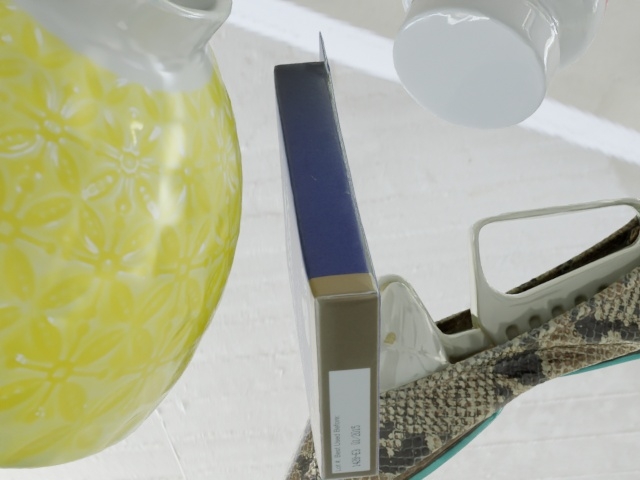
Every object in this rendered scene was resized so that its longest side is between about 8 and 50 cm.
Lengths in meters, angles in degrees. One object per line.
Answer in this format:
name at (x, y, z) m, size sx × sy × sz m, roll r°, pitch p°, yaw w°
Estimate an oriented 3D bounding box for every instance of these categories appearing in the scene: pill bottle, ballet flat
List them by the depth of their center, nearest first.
pill bottle at (0.173, -0.251, 1.050) m, size 0.176 × 0.176 × 0.318 m, roll 24°, pitch -124°, yaw 3°
ballet flat at (0.150, 0.072, 1.056) m, size 0.483 × 0.164 × 0.182 m, roll -25°, pitch -75°, yaw -4°

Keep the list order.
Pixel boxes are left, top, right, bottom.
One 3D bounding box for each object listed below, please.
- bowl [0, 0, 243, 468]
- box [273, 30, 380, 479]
bowl at (-0.126, -0.073, 0.472) m, size 0.156 × 0.289 × 0.289 m, roll -44°, pitch -102°, yaw 22°
box at (0.000, 0.000, 0.661) m, size 0.037 × 0.136 × 0.225 m, roll -5°, pitch -138°, yaw -3°
